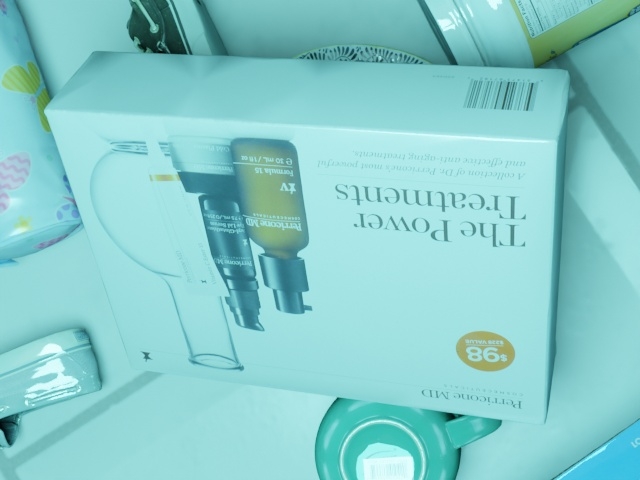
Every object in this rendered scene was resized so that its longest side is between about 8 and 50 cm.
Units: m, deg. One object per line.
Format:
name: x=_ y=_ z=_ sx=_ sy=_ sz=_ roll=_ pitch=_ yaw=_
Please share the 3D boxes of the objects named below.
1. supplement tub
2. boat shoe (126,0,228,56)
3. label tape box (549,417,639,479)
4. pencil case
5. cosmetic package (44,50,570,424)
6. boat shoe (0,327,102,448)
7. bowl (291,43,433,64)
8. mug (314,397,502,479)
supplement tub: x=0.185 y=-0.229 z=0.849 sx=0.200 sy=0.144 sz=0.144 roll=-28 pitch=86 yaw=9
boat shoe: x=-0.141 y=-0.201 z=0.939 sx=0.070 sy=0.078 sz=0.219 roll=-27 pitch=78 yaw=7
label tape box: x=0.293 y=0.330 z=0.857 sx=0.241 sy=0.106 sz=0.333 roll=-37 pitch=84 yaw=7
pencil case: x=-0.315 y=-0.114 z=0.944 sx=0.124 sy=0.113 sz=0.273 roll=-22 pitch=87 yaw=14
cosmetic package: x=0.000 y=0.000 z=0.808 sx=0.377 sy=0.097 sz=0.284 roll=5 pitch=133 yaw=17
boat shoe: x=-0.316 y=0.162 z=0.963 sx=0.227 sy=0.079 sz=0.081 roll=-25 pitch=82 yaw=5
bowl: x=0.037 y=-0.097 z=0.890 sx=0.170 sy=0.170 sz=0.080 roll=14 pitch=132 yaw=8
mug: x=0.068 y=0.177 z=0.894 sx=0.129 sy=0.097 sz=0.157 roll=38 pitch=96 yaw=7
